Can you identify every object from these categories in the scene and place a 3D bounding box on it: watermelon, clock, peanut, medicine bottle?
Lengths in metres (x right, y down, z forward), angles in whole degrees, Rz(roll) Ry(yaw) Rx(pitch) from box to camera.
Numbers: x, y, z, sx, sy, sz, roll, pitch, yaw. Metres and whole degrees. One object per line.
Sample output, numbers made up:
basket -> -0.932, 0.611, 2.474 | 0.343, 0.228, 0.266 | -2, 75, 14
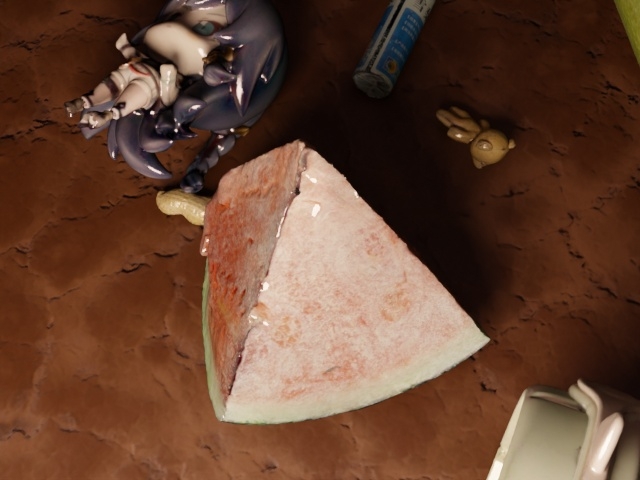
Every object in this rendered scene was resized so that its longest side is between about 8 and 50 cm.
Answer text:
watermelon -> 0.024, 0.009, 1.139 | 0.250, 0.292, 0.283 | -1, 61, -32
clock -> 0.188, 0.244, 0.975 | 0.108, 0.324, 0.265 | 22, 66, 10
peanut -> -0.144, -0.039, 1.267 | 0.083, 0.037, 0.037 | 17, 67, 13
medicine bottle -> 0.097, -0.259, 1.354 | 0.051, 0.051, 0.191 | 23, 68, 11

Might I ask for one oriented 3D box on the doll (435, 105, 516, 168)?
doll -> 0.177, -0.125, 1.292 | 0.061, 0.051, 0.093 | -16, 66, -38

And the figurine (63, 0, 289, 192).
figurine -> -0.148, -0.172, 1.239 | 0.175, 0.197, 0.265 | 42, 76, 17

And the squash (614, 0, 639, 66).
squash -> 0.472, -0.209, 1.211 | 0.263, 0.263, 0.384 | -10, 65, -4
